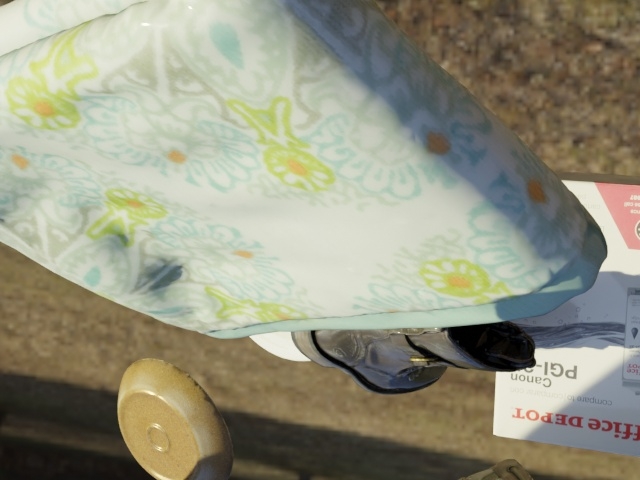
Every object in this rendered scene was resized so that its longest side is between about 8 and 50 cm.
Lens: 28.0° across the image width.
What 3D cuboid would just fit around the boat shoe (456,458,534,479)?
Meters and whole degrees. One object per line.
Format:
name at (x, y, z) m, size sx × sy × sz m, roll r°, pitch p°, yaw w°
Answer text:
boat shoe at (0.225, 0.294, 1.158) m, size 0.098 × 0.109 × 0.302 m, roll -27°, pitch -148°, yaw -17°

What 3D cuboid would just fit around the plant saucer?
plant saucer at (-0.084, 0.105, 0.699) m, size 0.083 × 0.083 × 0.015 m, roll -9°, pitch -163°, yaw 43°

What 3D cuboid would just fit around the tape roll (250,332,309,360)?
tape roll at (0.000, 0.000, 1.523) m, size 0.286 × 0.286 × 0.100 m, roll -9°, pitch 176°, yaw 44°

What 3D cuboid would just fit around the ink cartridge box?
ink cartridge box at (0.300, 0.074, 1.348) m, size 0.207 × 0.283 × 0.117 m, roll 5°, pitch -171°, yaw 25°

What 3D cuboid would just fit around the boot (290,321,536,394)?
boot at (0.120, 0.113, 1.311) m, size 0.229 × 0.091 × 0.263 m, roll 0°, pitch 167°, yaw 41°

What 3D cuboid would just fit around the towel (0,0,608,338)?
towel at (-0.062, -0.038, 0.790) m, size 0.374 × 0.090 × 0.320 m, roll -11°, pitch 146°, yaw 42°
